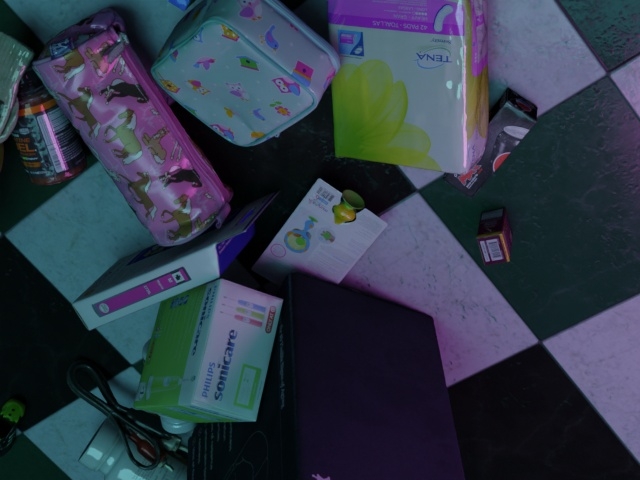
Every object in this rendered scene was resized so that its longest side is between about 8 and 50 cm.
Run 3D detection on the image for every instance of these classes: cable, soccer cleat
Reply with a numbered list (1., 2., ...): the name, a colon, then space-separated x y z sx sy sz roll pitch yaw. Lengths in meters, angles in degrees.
1. cable: -0.388 0.354 2.017 0.287 0.139 0.072 30 148 1
2. soccer cleat: -0.667 0.401 2.147 0.060 0.072 0.179 29 123 -4

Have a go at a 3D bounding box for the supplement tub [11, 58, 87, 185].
1. supplement tub: -0.466 -0.198 1.711 0.106 0.106 0.198 -5 119 17

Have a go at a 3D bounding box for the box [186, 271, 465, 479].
1. box: -0.015 0.400 1.706 0.297 0.480 0.472 17 126 -17

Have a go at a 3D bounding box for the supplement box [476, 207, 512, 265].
1. supplement box: 0.279 -0.007 1.645 0.043 0.083 0.055 -10 117 21

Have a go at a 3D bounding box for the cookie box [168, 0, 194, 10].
1. cookie box: -0.214 -0.393 1.523 0.092 0.107 0.040 31 123 -6

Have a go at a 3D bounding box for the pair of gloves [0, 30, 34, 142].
1. pair of gloves: -0.580 -0.257 1.649 0.240 0.042 0.204 24 102 11

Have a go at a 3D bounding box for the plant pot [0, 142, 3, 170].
1. plant pot: -0.745 -0.039 1.762 0.366 0.366 0.353 23 135 0

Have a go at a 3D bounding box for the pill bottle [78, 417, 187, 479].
1. pill bottle: -0.362 0.461 2.070 0.229 0.131 0.131 34 123 -7

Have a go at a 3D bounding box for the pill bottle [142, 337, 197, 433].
1. pill bottle: -0.276 0.272 1.949 0.103 0.103 0.184 4 122 12

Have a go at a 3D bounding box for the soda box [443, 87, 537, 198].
1. soda box: 0.261 -0.148 1.582 0.060 0.053 0.169 33 124 -6

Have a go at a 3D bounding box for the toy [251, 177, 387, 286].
1. toy: 0.000 0.000 1.737 0.137 0.056 0.237 33 130 -7

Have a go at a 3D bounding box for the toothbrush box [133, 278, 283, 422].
1. toothbrush box: -0.194 0.194 1.737 0.122 0.206 0.283 20 161 -23

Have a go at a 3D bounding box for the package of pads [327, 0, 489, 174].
1. package of pads: 0.131 -0.251 1.497 0.229 0.101 0.296 12 123 26

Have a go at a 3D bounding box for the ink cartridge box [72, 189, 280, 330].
1. ink cartridge box: -0.234 0.033 1.746 0.371 0.176 0.069 -24 105 26

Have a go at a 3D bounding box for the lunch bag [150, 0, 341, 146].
1. lunch bag: -0.111 -0.252 1.522 0.224 0.108 0.279 34 156 -20

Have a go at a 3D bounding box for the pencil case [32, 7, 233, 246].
1. pencil case: -0.294 -0.173 1.653 0.160 0.167 0.386 -35 112 -10
